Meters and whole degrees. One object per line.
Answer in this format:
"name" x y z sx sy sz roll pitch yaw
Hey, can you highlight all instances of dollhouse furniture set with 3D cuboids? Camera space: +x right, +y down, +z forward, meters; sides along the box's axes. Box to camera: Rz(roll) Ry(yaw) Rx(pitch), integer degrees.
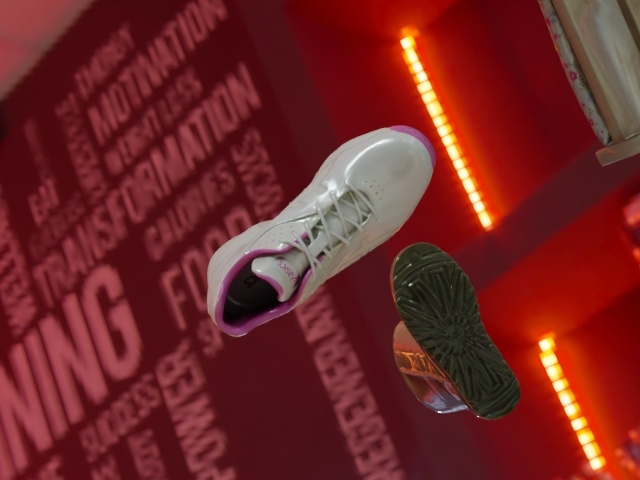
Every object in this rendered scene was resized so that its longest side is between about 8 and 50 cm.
"dollhouse furniture set" 0.217 -0.114 1.303 0.355 0.303 0.174 -26 3 -42

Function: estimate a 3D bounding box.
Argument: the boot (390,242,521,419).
"boot" 0.130 0.115 2.060 0.089 0.236 0.269 -27 4 -10

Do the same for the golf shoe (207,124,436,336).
"golf shoe" 0.000 0.000 1.809 0.306 0.115 0.140 -41 11 19
